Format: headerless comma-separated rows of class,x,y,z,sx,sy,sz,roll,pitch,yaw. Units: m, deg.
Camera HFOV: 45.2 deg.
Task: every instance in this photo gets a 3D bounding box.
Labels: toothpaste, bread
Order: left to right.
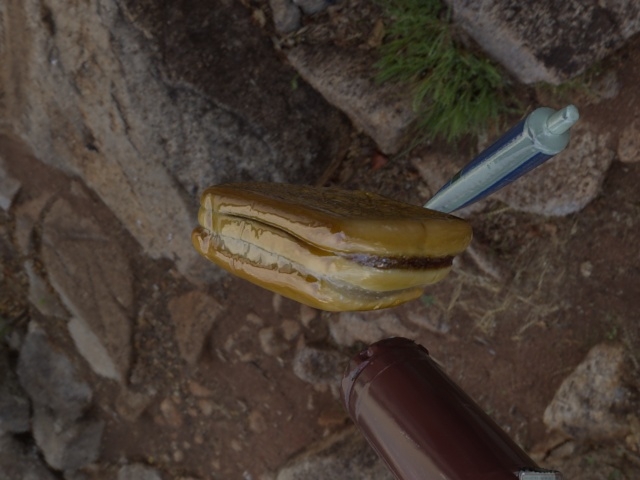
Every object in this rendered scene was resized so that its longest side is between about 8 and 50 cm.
bread,0.000,0.000,0.530,0.200,0.116,0.077,17,99,53
toothpaste,0.132,-0.055,0.591,0.035,0.057,0.197,59,153,5

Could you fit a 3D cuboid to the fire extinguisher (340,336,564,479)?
fire extinguisher,0.114,0.179,0.604,0.269,0.104,0.105,43,156,58
